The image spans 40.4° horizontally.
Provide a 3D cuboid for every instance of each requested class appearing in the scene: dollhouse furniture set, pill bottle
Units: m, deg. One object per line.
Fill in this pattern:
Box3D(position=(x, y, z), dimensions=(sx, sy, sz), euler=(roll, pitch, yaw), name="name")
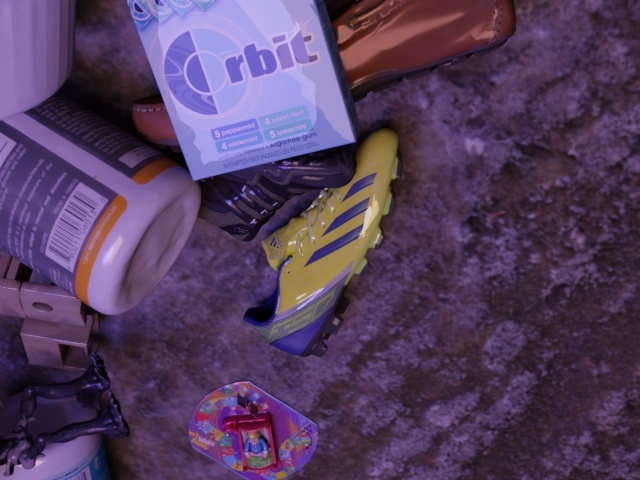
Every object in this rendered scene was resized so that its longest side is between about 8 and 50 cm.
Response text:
Box3D(position=(-0.313, 0.045, 0.980), dimensions=(0.129, 0.129, 0.183), euler=(10, 146, -5), name="dollhouse furniture set")
Box3D(position=(-0.334, 0.327, 1.091), dimensions=(0.146, 0.146, 0.264), euler=(-2, 117, 1), name="pill bottle")
Box3D(position=(-0.270, -0.062, 0.847), dimensions=(0.278, 0.162, 0.162), euler=(31, 115, 10), name="pill bottle")

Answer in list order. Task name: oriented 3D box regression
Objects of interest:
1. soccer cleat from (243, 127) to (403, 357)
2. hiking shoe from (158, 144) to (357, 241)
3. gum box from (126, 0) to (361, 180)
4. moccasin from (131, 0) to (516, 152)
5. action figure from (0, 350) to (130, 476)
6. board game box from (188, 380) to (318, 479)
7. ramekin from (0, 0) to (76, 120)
Box3D(position=(0.000, 0.001, 0.954), dimensions=(0.121, 0.093, 0.289), euler=(24, 113, 0), name="soccer cleat")
Box3D(position=(-0.066, -0.058, 0.930), dimensions=(0.227, 0.086, 0.114), euler=(-1, 129, 18), name="hiking shoe")
Box3D(position=(-0.065, -0.157, 0.749), dimensions=(0.157, 0.041, 0.184), euler=(-11, 111, 15), name="gum box")
Box3D(position=(-0.008, -0.192, 0.829), dimensions=(0.380, 0.139, 0.147), euler=(-20, 109, 13), name="moccasin")
Box3D(position=(-0.353, 0.203, 0.916), dimensions=(0.276, 0.164, 0.141), euler=(-21, 134, -15), name="action figure")
Box3D(position=(-0.088, 0.260, 1.119), dimensions=(0.169, 0.033, 0.133), euler=(36, 112, -16), name="board game box")
Box3D(position=(-0.345, -0.206, 0.752), dimensions=(0.277, 0.277, 0.135), euler=(5, 124, -3), name="ramekin")
